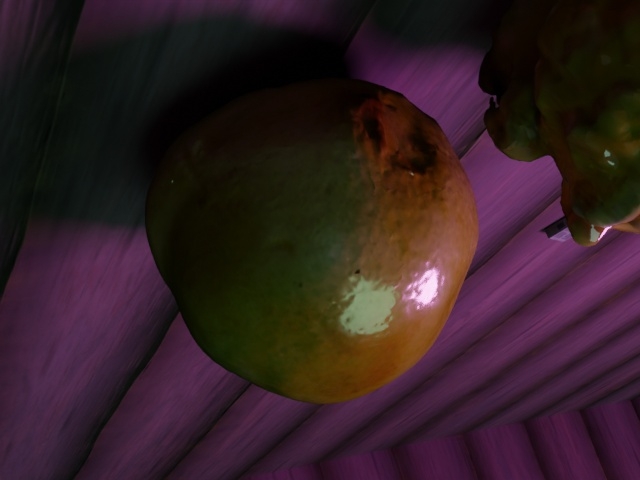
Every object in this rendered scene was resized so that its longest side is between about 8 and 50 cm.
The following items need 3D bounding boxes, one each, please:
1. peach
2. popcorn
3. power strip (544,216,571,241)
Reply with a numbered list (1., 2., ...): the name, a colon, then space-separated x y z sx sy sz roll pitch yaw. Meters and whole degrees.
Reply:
1. peach: 0.001 0.005 0.860 0.314 0.282 0.315 16 132 -43
2. popcorn: 0.325 -0.141 0.780 0.325 0.290 0.321 13 148 -18
3. power strip: 0.408 -0.037 1.366 0.051 0.019 0.136 12 142 -45
